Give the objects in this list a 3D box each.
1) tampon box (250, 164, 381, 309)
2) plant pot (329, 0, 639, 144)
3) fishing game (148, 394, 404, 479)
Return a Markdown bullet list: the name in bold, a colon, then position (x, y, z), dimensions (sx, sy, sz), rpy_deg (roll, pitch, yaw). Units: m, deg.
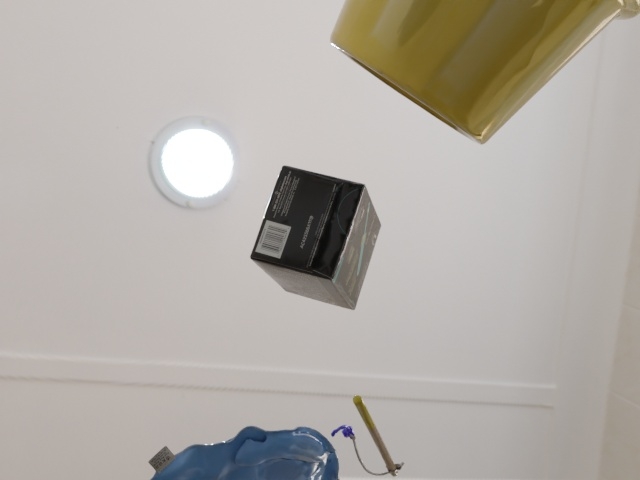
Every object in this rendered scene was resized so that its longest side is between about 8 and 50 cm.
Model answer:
- **tampon box**: position (0.000, 0.000, 1.053), dimensions (0.101, 0.161, 0.120), rpy_deg (15, -103, 15)
- **plant pot**: position (0.140, -0.222, 0.741), dimensions (0.254, 0.254, 0.239), rpy_deg (31, -81, -15)
- **fishing game**: position (-0.072, 0.201, 0.699), dimensions (0.264, 0.041, 0.189), rpy_deg (-29, -43, 2)
